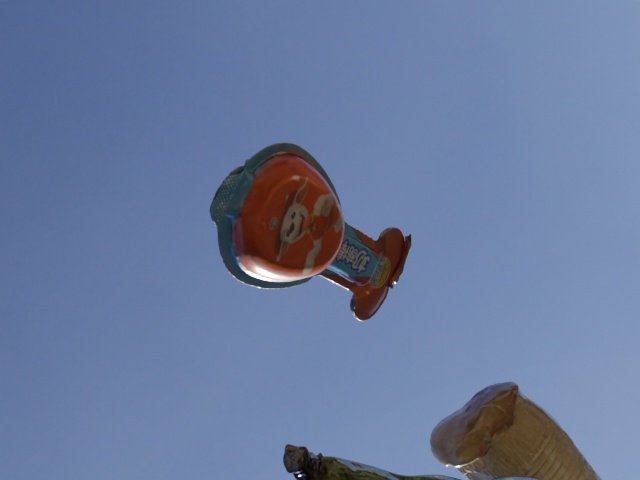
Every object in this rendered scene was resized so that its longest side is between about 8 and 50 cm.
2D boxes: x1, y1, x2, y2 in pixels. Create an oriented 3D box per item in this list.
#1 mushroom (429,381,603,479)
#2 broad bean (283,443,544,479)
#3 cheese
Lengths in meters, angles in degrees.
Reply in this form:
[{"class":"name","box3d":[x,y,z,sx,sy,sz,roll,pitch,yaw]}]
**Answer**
[{"class":"mushroom","box3d":[0.258,0.268,0.911,0.351,0.095,0.122,39,-101,-6]},{"class":"broad bean","box3d":[0.093,0.181,0.634,0.298,0.043,0.060,17,-107,-34]},{"class":"cheese","box3d":[0.000,0.000,0.739,0.037,0.106,0.256,22,176,37]}]
